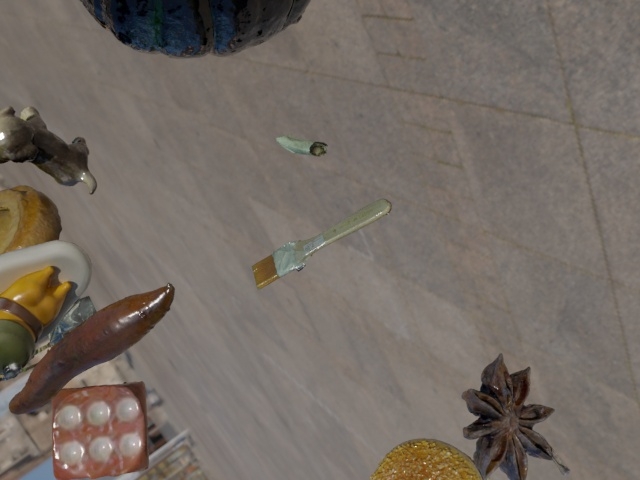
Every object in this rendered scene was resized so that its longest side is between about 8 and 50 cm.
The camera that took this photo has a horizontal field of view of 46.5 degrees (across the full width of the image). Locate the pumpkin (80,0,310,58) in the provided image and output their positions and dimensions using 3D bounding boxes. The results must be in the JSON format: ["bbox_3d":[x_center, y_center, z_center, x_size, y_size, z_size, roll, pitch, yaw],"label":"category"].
[{"bbox_3d":[-0.163,-0.409,0.945,0.363,0.363,0.266,51,156,15],"label":"pumpkin"}]

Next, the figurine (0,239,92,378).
[{"bbox_3d":[-0.467,0.115,1.165,0.166,0.250,0.141,51,176,-33],"label":"figurine"}]

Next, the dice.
[{"bbox_3d":[-0.413,0.359,1.406,0.179,0.175,0.173,153,114,-70],"label":"dice"}]

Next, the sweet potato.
[{"bbox_3d":[-0.260,0.119,0.837,0.057,0.265,0.057,46,-158,-25],"label":"sweet potato"}]

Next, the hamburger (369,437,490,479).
[{"bbox_3d":[0.246,0.607,1.715,0.302,0.302,0.170,40,171,40],"label":"hamburger"}]

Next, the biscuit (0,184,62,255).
[{"bbox_3d":[-0.653,0.016,1.493,0.102,0.296,0.296,42,175,-41],"label":"biscuit"}]

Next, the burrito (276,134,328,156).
[{"bbox_3d":[-0.048,-0.231,1.810,0.118,0.074,0.044,13,103,28],"label":"burrito"}]

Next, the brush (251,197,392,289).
[{"bbox_3d":[0.000,0.000,1.563,0.020,0.337,0.085,49,-162,-41],"label":"brush"}]

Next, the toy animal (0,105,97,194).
[{"bbox_3d":[-0.562,-0.179,1.476,0.233,0.121,0.169,31,-173,-38],"label":"toy animal"}]

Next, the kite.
[{"bbox_3d":[-0.726,0.263,1.999,0.015,0.310,0.169,13,112,38],"label":"kite"}]

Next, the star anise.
[{"bbox_3d":[0.329,0.323,1.293,0.262,0.230,0.081,41,144,-18],"label":"star anise"}]
